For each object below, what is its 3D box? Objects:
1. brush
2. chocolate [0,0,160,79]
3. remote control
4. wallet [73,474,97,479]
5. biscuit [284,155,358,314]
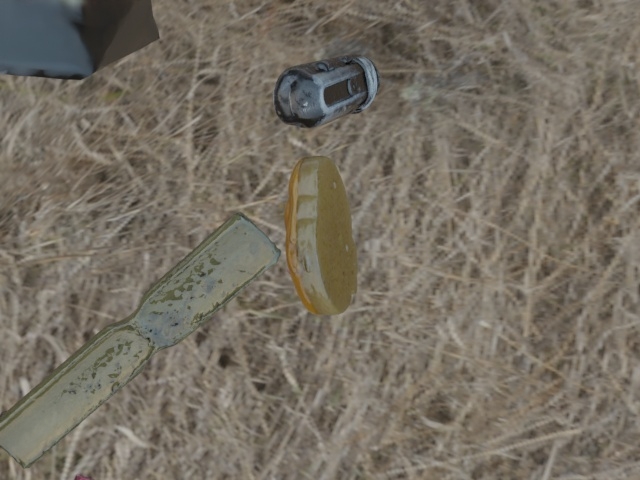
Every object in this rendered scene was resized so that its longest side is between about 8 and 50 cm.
[{"bbox_3d":[-0.126,0.066,0.772,0.248,0.036,0.043,-40,107,19],"label":"brush"},{"bbox_3d":[-0.187,-0.189,0.471,0.284,0.283,0.186,11,108,-17],"label":"chocolate"},{"bbox_3d":[0.027,-0.209,1.619,0.266,0.066,0.090,-27,123,-58],"label":"remote control"},{"bbox_3d":[-0.161,0.295,0.835,0.119,0.025,0.232,17,80,7],"label":"wallet"},{"bbox_3d":[-0.004,0.000,1.238,0.050,0.170,0.170,-6,91,17],"label":"biscuit"}]
